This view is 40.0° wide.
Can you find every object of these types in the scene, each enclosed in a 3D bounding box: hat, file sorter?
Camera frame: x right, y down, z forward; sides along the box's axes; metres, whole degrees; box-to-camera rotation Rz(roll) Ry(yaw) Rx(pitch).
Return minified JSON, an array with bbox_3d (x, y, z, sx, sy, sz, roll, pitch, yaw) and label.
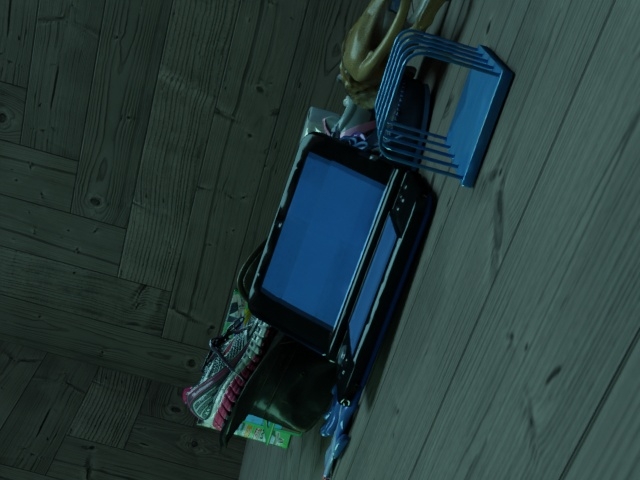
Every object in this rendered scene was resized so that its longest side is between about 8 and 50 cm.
[{"bbox_3d":[-0.035,0.221,1.442,0.331,0.134,0.331,-59,-1,-2],"label":"hat"},{"bbox_3d":[0.119,-0.146,0.916,0.170,0.104,0.118,-86,11,-69],"label":"file sorter"}]

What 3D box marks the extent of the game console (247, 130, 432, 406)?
[{"bbox_3d":[0.011,0.028,1.165,0.250,0.173,0.293,-88,16,-76],"label":"game console"}]

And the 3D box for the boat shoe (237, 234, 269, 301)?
[{"bbox_3d":[0.000,0.000,1.384,0.307,0.110,0.104,-38,0,-9],"label":"boat shoe"}]

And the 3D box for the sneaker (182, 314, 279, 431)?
[{"bbox_3d":[-0.141,0.191,1.587,0.299,0.112,0.121,-60,-20,-12],"label":"sneaker"}]

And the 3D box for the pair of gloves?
[{"bbox_3d":[0.027,0.245,1.266,0.198,0.023,0.159,-81,7,-64],"label":"pair of gloves"}]

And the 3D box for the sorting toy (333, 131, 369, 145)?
[{"bbox_3d":[0.001,-0.038,1.694,0.127,0.126,0.365,37,116,50],"label":"sorting toy"}]

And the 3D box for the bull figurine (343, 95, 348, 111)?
[{"bbox_3d":[0.046,-0.176,1.953,0.188,0.101,0.310,-48,-18,-33],"label":"bull figurine"}]

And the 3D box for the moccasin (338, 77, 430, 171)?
[{"bbox_3d":[0.068,-0.082,1.277,0.138,0.117,0.342,133,154,-82],"label":"moccasin"}]

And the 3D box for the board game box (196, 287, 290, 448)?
[{"bbox_3d":[-0.134,0.289,1.986,0.046,0.214,0.317,-144,70,-86],"label":"board game box"}]

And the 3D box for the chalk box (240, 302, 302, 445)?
[{"bbox_3d":[-0.094,0.263,1.758,0.289,0.179,0.180,-79,5,-47],"label":"chalk box"}]

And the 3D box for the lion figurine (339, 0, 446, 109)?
[{"bbox_3d":[0.093,-0.304,1.349,0.240,0.142,0.392,-56,-5,17],"label":"lion figurine"}]

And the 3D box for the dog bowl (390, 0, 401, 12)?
[{"bbox_3d":[0.143,-0.462,2.078,0.166,0.074,0.297,117,168,-71],"label":"dog bowl"}]

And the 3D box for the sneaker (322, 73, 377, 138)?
[{"bbox_3d":[0.055,-0.189,1.798,0.112,0.131,0.319,157,129,-84],"label":"sneaker"}]

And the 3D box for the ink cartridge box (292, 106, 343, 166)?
[{"bbox_3d":[0.018,-0.192,2.131,0.092,0.159,0.218,-82,8,-58],"label":"ink cartridge box"}]
